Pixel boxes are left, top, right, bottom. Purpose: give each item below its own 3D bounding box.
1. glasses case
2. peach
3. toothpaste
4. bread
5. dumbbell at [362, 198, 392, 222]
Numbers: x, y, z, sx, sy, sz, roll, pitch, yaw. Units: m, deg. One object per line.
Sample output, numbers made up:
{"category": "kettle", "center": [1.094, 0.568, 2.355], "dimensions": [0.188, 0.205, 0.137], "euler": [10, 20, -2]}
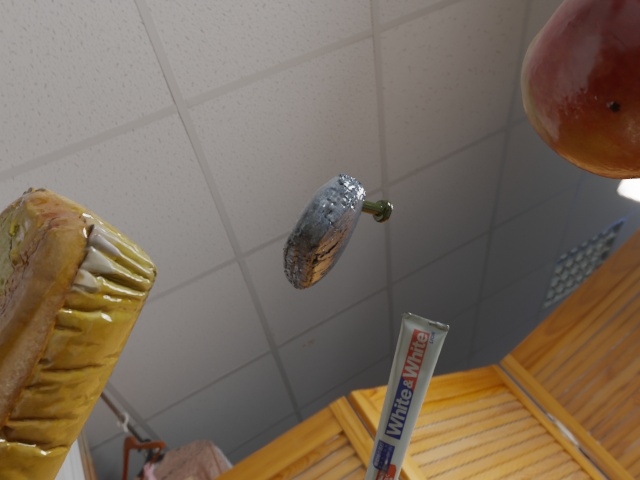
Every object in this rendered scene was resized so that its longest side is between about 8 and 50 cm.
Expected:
{"category": "glasses case", "center": [0.000, 0.000, 0.654], "dimensions": [0.109, 0.067, 0.282], "euler": [-50, -5, -14]}
{"category": "peach", "center": [0.544, -0.282, 0.837], "dimensions": [0.389, 0.388, 0.388], "euler": [-20, -44, -21]}
{"category": "toothpaste", "center": [0.085, 0.188, 0.543], "dimensions": [0.033, 0.052, 0.217], "euler": [19, -93, -75]}
{"category": "bread", "center": [-0.249, 0.102, 0.411], "dimensions": [0.119, 0.153, 0.288], "euler": [29, -92, -52]}
{"category": "dumbbell", "center": [0.092, -0.069, 1.018], "dimensions": [0.118, 0.046, 0.052], "euler": [11, -86, -38]}
